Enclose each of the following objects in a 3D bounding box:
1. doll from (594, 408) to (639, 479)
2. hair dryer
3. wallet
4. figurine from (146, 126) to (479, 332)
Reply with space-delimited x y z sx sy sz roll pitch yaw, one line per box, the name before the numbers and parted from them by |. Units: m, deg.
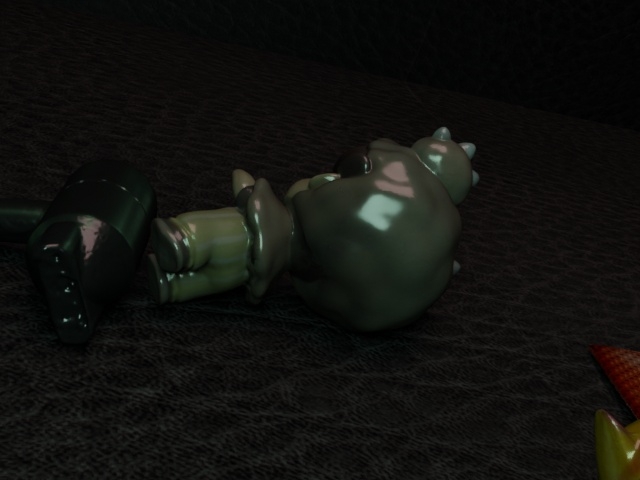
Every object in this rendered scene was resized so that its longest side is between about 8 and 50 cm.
doll | 0.355 0.222 0.732 0.270 0.162 0.166 0 26 -28
hair dryer | -0.339 -0.001 0.905 0.302 0.116 0.244 3 22 -2
wallet | 0.401 0.185 1.040 0.103 0.020 0.196 14 21 -6
figurine | -0.001 0.000 0.975 0.381 0.248 0.203 -6 33 -17
